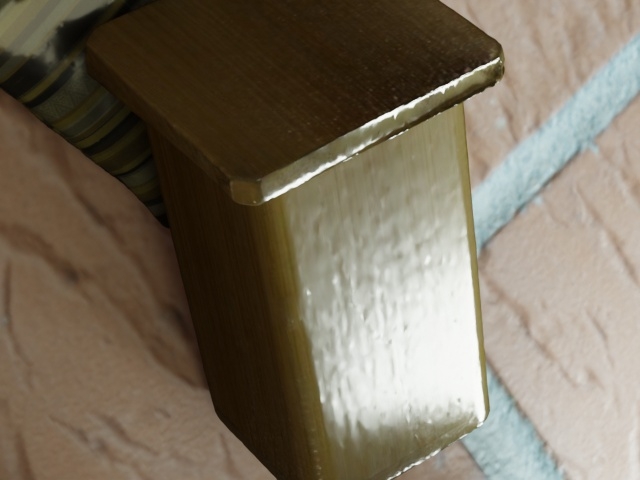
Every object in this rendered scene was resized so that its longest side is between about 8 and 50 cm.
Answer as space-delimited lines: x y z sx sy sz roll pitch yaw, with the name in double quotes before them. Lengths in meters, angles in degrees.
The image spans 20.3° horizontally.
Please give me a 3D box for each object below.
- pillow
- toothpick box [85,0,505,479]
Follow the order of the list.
"pillow" -0.098 -0.142 1.129 0.212 0.052 0.208 42 81 -36
"toothpick box" 0.000 0.000 1.124 0.187 0.190 0.308 -29 134 -22
